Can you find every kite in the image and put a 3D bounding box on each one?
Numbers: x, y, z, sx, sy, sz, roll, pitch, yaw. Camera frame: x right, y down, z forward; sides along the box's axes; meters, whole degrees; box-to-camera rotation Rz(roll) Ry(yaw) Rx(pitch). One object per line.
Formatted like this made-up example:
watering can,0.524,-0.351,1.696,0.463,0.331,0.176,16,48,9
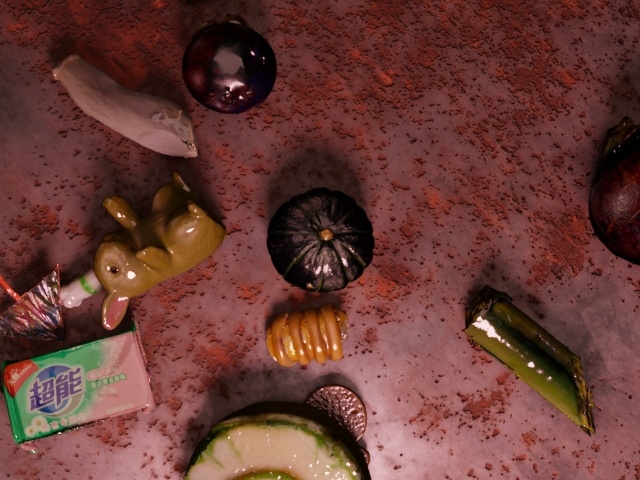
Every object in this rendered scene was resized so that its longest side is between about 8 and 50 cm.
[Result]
kite,-0.577,0.135,1.407,0.232,0.009,0.189,-35,111,14

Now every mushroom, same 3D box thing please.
mushroom,-0.400,-0.275,1.458,0.351,0.097,0.109,28,82,1

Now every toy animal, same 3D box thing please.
toy animal,-0.363,0.024,1.382,0.363,0.180,0.181,-32,48,-13

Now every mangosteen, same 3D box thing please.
mangosteen,0.710,-0.092,1.444,0.330,0.330,0.330,1,84,-5
mangosteen,-0.191,-0.373,1.452,0.194,0.194,0.230,-11,60,-6

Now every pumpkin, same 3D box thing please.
pumpkin,0.000,0.000,1.429,0.221,0.162,0.220,1,81,-9

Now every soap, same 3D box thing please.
soap,-0.472,0.281,1.391,0.273,0.098,0.217,-14,79,-8

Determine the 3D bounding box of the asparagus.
asparagus,0.461,0.252,1.470,0.382,0.108,0.128,39,88,-2

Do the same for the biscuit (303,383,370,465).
biscuit,0.018,0.413,1.442,0.180,0.039,0.236,13,88,4

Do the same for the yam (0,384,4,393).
yam,-0.740,0.223,1.353,0.154,0.154,0.254,-31,91,-7

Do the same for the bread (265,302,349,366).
bread,-0.025,0.198,1.446,0.177,0.084,0.119,-11,84,-2

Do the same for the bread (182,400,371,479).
bread,-0.080,0.508,1.362,0.366,0.129,0.382,-15,86,6
